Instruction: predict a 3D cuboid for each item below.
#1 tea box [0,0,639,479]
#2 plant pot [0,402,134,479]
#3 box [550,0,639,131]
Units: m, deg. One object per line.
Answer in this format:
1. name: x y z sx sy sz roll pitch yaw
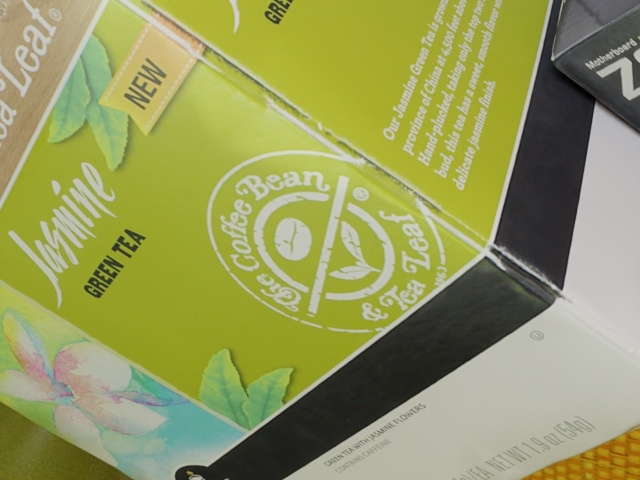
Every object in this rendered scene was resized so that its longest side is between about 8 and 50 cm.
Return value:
1. tea box: -0.023 -0.014 0.531 0.323 0.220 0.329 34 137 -11
2. plant pot: -0.355 0.299 1.224 0.366 0.353 0.366 17 150 10
3. box: 0.336 -0.090 0.340 0.318 0.097 0.395 28 152 -21
